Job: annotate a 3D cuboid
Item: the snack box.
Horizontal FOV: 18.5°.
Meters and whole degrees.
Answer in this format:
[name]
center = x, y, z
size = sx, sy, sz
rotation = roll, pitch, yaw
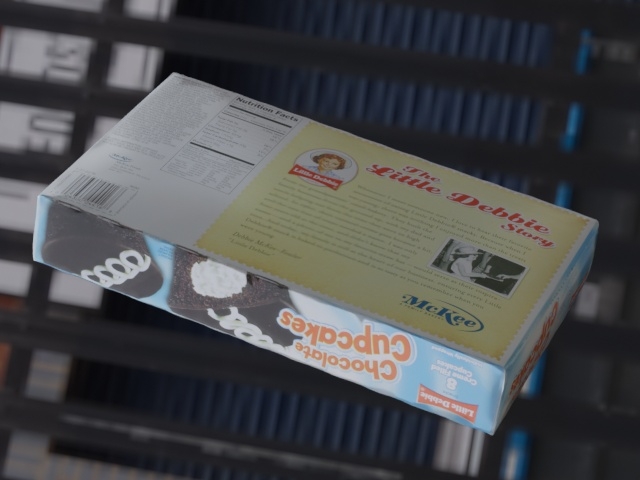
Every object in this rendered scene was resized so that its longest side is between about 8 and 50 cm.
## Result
[snack box]
center = 0.000, 0.000, 1.276
size = 0.187, 0.322, 0.060
rotation = -50, -26, -50
